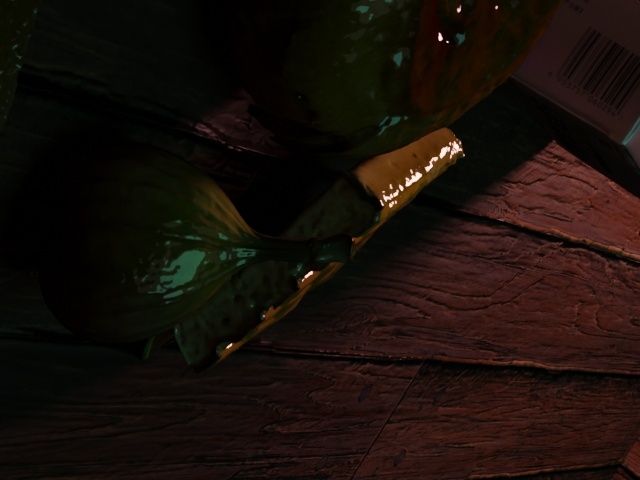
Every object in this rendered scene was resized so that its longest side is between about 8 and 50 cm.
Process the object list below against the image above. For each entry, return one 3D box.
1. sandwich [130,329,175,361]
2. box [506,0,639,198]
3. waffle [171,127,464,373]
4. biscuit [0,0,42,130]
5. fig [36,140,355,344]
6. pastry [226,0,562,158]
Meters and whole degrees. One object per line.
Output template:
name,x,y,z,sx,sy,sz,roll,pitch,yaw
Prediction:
sandwich,-0.133,0.063,1.611,0.101,0.026,0.069,-59,161,17
box,0.334,-0.160,2.017,0.145,0.173,0.333,-53,157,2
waffle,0.000,0.000,1.613,0.248,0.055,0.221,-42,177,28
biscuit,-0.266,-0.100,1.128,0.231,0.025,0.131,-22,142,-53
fig,-0.104,-0.011,1.375,0.231,0.143,0.160,-21,145,-5
pastry,0.069,-0.223,1.448,0.356,0.164,0.356,-36,150,-25
